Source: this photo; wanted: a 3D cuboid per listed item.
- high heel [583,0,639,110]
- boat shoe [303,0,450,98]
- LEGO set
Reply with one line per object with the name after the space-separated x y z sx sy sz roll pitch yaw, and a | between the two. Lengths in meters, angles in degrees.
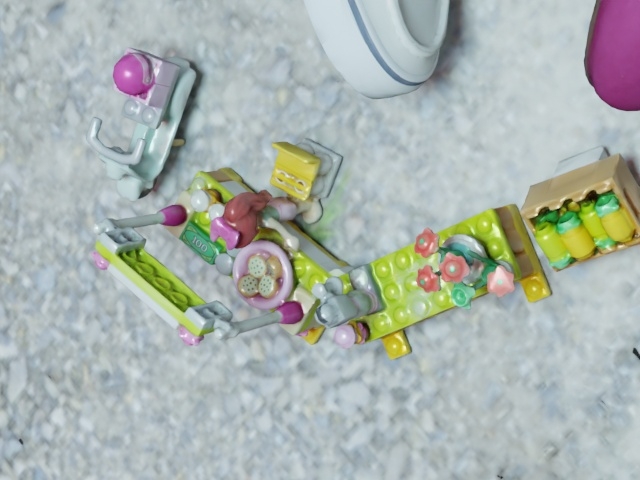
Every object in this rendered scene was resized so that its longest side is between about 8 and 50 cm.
0.260 -0.153 0.571 0.377 0.127 0.181 -51 62 22 | high heel
0.037 -0.194 0.722 0.084 0.095 0.258 -3 96 35 | boat shoe
0.000 0.000 0.761 0.287 0.107 0.132 16 104 28 | LEGO set
